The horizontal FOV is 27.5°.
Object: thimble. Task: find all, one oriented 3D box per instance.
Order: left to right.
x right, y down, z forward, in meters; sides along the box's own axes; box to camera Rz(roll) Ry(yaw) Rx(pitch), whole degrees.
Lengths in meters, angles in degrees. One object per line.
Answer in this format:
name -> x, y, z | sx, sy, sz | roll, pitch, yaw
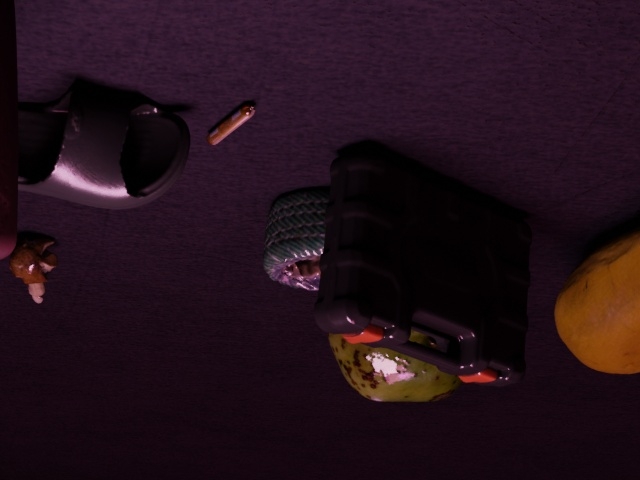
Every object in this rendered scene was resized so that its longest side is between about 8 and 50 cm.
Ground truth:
thimble -> -0.001, 0.001, 1.533 | 0.135, 0.090, 0.118 | -12, 151, 33

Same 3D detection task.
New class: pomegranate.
pomegranate -> 0.102, 0.089, 1.636 | 0.214, 0.214, 0.248 | 12, -168, -20

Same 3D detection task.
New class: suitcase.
suitcase -> 0.121, 0.035, 1.440 | 0.285, 0.206, 0.066 | 22, 155, -37

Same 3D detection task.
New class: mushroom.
mushroom -> -0.378, 0.042, 1.751 | 0.061, 0.060, 0.187 | -1, 164, -7

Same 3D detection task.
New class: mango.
mango -> 0.403, 0.064, 1.559 | 0.195, 0.142, 0.331 | 6, 156, -18

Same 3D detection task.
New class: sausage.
sausage -> -0.093, -0.119, 1.348 | 0.015, 0.015, 0.100 | 15, 155, -27

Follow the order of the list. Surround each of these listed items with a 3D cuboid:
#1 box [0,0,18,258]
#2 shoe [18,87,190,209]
box -> -0.366, -0.101, 1.098 | 0.193, 0.294, 0.167 | -13, 164, 36
shoe -> -0.255, -0.098, 1.309 | 0.241, 0.108, 0.093 | 4, 162, 8
